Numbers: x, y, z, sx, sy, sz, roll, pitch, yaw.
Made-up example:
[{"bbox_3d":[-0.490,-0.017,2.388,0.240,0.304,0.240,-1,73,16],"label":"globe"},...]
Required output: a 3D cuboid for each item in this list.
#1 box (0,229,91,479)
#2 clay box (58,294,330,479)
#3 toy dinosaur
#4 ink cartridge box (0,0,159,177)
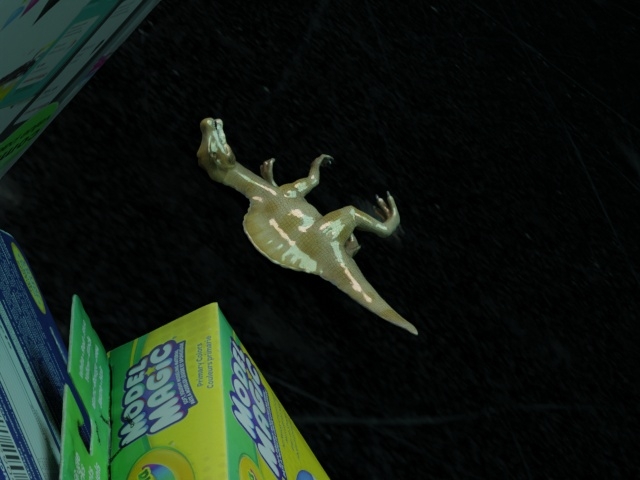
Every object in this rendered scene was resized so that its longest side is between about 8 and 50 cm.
[{"bbox_3d":[-0.115,0.049,0.626,0.225,0.036,0.136,62,3,-81],"label":"box"},{"bbox_3d":[-0.018,0.123,0.653,0.127,0.053,0.222,-99,163,-57],"label":"clay box"},{"bbox_3d":[0.000,0.000,1.050,0.183,0.053,0.092,43,35,19],"label":"toy dinosaur"},{"bbox_3d":[-0.169,-0.134,0.673,0.197,0.270,0.198,46,21,1],"label":"ink cartridge box"}]
